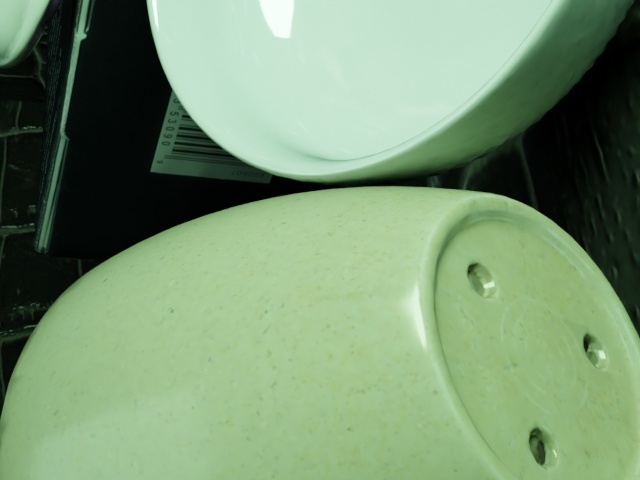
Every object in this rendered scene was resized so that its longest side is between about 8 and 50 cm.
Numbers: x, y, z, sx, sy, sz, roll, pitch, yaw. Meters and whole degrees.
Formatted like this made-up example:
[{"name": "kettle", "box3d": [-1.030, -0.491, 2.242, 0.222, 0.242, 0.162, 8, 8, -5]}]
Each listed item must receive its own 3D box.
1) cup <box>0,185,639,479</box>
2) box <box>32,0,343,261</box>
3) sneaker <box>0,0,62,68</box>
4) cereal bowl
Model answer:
[{"name": "cup", "box3d": [0.034, 0.103, 0.547, 0.237, 0.331, 0.331, -33, 52, 41]}, {"name": "box", "box3d": [-0.112, -0.296, 1.036, 0.480, 0.297, 0.472, 116, 151, -46]}, {"name": "sneaker", "box3d": [-0.254, -0.286, 0.772, 0.114, 0.152, 0.305, -146, 62, -67]}, {"name": "cereal bowl", "box3d": [0.054, -0.194, 0.616, 0.339, 0.141, 0.339, -6, 80, 38]}]
